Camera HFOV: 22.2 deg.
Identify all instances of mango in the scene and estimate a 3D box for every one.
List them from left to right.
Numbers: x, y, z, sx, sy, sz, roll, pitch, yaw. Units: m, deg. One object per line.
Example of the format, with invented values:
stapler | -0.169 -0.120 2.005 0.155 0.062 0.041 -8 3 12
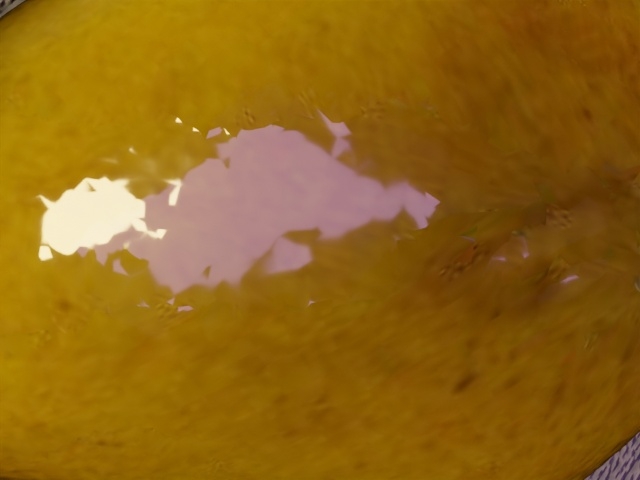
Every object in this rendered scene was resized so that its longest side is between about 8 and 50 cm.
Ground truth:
mango | 0.000 0.000 0.720 0.445 0.220 0.301 -10 110 -33
